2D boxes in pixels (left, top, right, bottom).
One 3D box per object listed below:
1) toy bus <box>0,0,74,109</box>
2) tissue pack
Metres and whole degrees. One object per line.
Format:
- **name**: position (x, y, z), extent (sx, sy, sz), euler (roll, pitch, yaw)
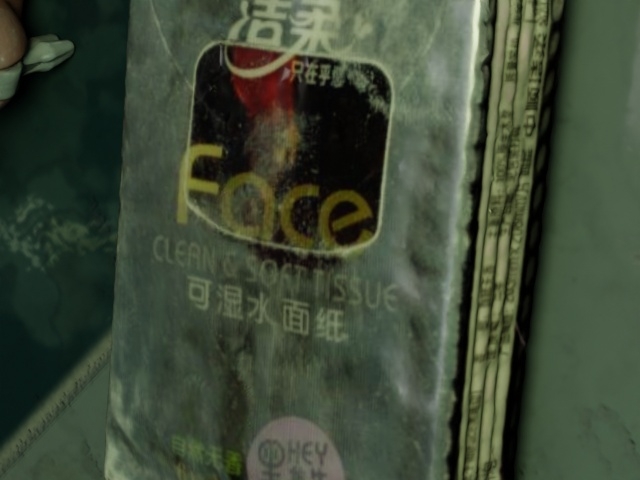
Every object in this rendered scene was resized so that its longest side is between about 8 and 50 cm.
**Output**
- **toy bus**: position (-0.317, -0.134, 1.029), extent (0.232, 0.294, 0.197), euler (28, 123, 12)
- **tissue pack**: position (0.000, 0.000, 0.950), extent (0.259, 0.122, 0.361), euler (13, 104, 32)
